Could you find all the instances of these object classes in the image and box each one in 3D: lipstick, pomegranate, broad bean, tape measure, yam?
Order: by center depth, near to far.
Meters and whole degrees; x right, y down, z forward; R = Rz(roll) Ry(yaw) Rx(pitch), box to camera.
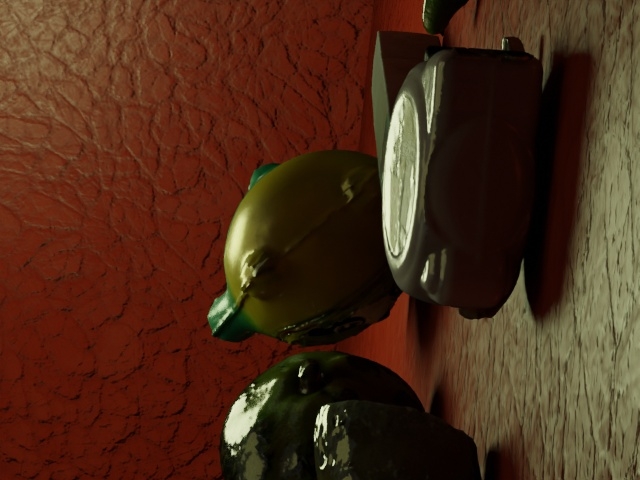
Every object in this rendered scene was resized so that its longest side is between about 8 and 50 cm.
[{"bbox_3d":[0.106,-0.049,1.386,0.178,0.105,0.196,-122,35,-74],"label":"tape measure"},{"bbox_3d":[0.061,0.262,1.439,0.133,0.133,0.330,98,173,-54],"label":"yam"},{"bbox_3d":[0.132,-0.282,1.846,0.061,0.046,0.195,-44,-32,-69],"label":"broad bean"},{"bbox_3d":[0.031,0.239,1.941,0.204,0.276,0.222,-32,18,39],"label":"pomegranate"},{"bbox_3d":[0.097,-0.133,2.025,0.371,0.076,0.080,-90,5,-70],"label":"lipstick"}]

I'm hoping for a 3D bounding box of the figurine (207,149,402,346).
[{"bbox_3d":[0.000,0.000,2.176,0.231,0.323,0.340,50,177,5],"label":"figurine"}]
